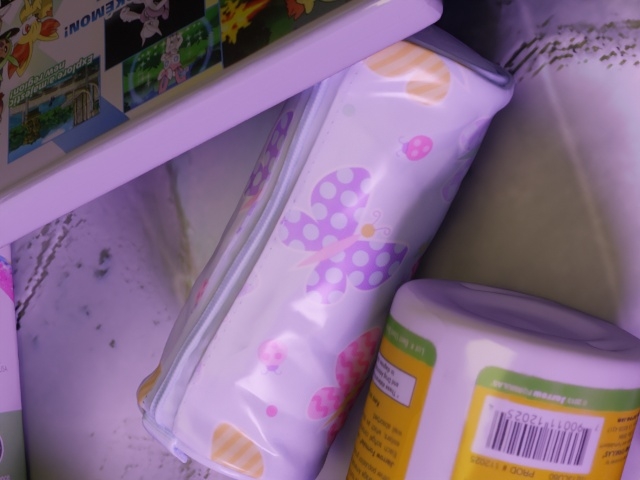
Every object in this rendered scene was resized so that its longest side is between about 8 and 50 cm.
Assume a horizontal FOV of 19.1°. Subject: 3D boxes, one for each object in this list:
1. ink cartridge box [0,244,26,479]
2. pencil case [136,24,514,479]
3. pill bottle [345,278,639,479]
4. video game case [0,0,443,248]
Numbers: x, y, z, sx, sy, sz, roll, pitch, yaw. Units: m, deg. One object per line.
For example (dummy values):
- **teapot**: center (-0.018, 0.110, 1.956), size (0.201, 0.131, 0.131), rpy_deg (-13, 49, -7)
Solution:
- **ink cartridge box**: center (-0.291, 0.004, 1.139), size (0.119, 0.207, 0.353), rpy_deg (-5, 88, 27)
- **pencil case**: center (0.000, 0.000, 1.029), size (0.113, 0.124, 0.273), rpy_deg (32, 107, 24)
- **pill bottle**: center (0.075, 0.154, 0.982), size (0.136, 0.136, 0.245), rpy_deg (19, 100, 27)
- **video game case**: center (-0.090, -0.170, 1.049), size (0.329, 0.036, 0.300), rpy_deg (-25, 51, 26)
